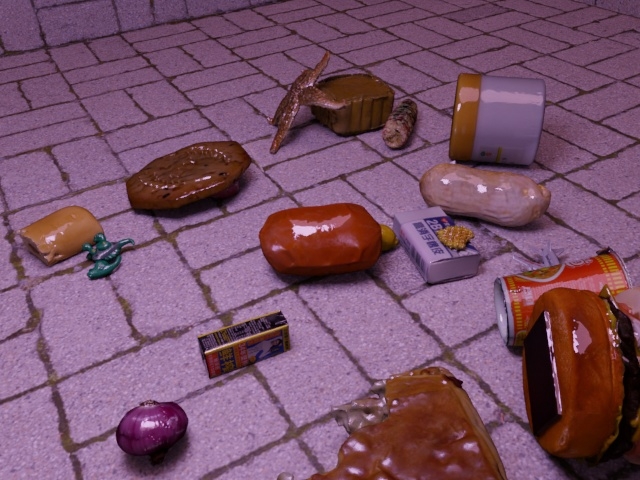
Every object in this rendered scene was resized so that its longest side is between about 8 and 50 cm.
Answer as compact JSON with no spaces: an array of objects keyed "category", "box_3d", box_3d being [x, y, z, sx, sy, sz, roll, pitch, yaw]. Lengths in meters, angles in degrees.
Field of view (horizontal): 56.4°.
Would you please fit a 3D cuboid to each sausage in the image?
[{"category":"sausage","box_3d":[0.000,0.001,1.295,0.268,0.153,0.141,-3,74,0]}]

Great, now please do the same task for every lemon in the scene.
[{"category":"lemon","box_3d":[0.140,-0.006,1.374,0.083,0.062,0.062,21,39,0]}]

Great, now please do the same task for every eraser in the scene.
[{"category":"eraser","box_3d":[0.256,0.004,1.349,0.124,0.068,0.210,-10,36,-11]}]

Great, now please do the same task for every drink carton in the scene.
[{"category":"drink carton","box_3d":[-0.142,0.192,1.121,0.165,0.071,0.056,-16,41,-19]}]

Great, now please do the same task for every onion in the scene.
[{"category":"onion","box_3d":[-0.268,0.309,0.961,0.115,0.115,0.104,-14,82,-2]}]

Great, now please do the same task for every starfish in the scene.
[{"category":"starfish","box_3d":[-0.055,-0.423,1.801,0.375,0.094,0.327,-56,37,-3]}]

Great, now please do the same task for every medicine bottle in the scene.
[{"category":"medicine bottle","box_3d":[0.480,-0.331,1.643,0.232,0.238,0.238,8,38,11]}]

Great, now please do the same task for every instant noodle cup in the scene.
[{"category":"instant noodle cup","box_3d":[0.440,0.118,1.104,0.212,0.193,0.193,-7,36,8]}]

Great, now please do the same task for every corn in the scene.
[{"category":"corn","box_3d":[0.248,-0.363,1.827,0.086,0.086,0.253,8,36,15]}]

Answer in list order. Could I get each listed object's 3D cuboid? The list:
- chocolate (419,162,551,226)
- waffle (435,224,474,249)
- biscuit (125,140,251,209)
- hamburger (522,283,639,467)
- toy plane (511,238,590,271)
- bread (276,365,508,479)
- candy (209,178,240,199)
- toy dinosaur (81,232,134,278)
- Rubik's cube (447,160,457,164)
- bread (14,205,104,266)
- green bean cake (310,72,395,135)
[{"category":"chocolate","box_3d":[0.390,-0.109,1.440,0.309,0.134,0.134,10,39,19]},{"category":"waffle","box_3d":[0.295,-0.009,1.295,0.085,0.016,0.078,-24,43,-33]},{"category":"biscuit","box_3d":[-0.358,-0.184,1.609,0.359,0.046,0.359,-10,32,6]},{"category":"hamburger","box_3d":[0.439,0.201,0.894,0.225,0.291,0.291,5,37,2]},{"category":"toy plane","box_3d":[0.490,0.060,1.259,0.162,0.065,0.171,4,39,8]},{"category":"bread","box_3d":[0.096,0.352,0.801,0.314,0.191,0.370,-14,26,-6]},{"category":"candy","box_3d":[-0.267,-0.150,1.609,0.103,0.043,0.103,-4,36,3]},{"category":"toy dinosaur","box_3d":[-0.490,0.033,1.376,0.132,0.059,0.096,-37,56,-26]},{"category":"Rubik's cube","box_3d":[0.331,-0.155,1.555,0.073,0.084,0.075,-18,13,25]},{"category":"bread","box_3d":[-0.618,-0.020,1.422,0.134,0.085,0.173,25,45,32]},{"category":"green bean cake","box_3d":[0.097,-0.434,1.893,0.229,0.131,0.224,-17,39,-21]}]
